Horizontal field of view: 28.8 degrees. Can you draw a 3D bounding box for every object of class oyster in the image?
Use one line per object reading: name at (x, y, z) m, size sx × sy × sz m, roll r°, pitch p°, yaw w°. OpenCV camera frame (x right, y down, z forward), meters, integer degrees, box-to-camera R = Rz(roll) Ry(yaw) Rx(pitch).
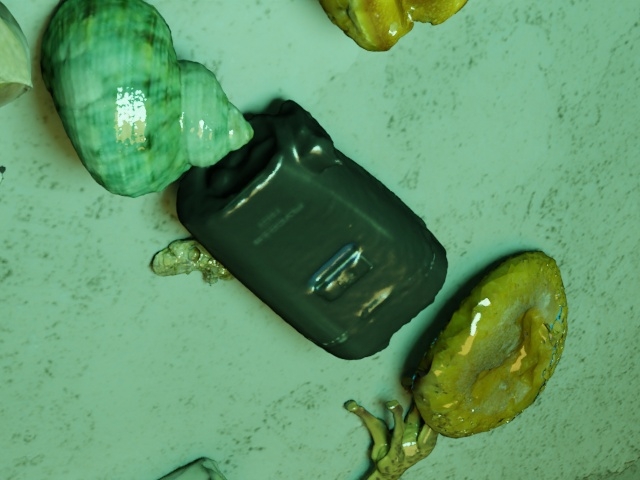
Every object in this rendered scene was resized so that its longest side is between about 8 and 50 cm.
oyster at (-0.132, 0.034, 1.334) m, size 0.083 × 0.038 × 0.081 m, roll -26°, pitch 136°, yaw -12°

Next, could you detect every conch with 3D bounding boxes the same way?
conch at (-0.161, -0.125, 1.135) m, size 0.188 × 0.122 × 0.176 m, roll 16°, pitch 91°, yaw -42°

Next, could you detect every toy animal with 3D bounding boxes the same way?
toy animal at (0.080, 0.292, 1.659) m, size 0.149 × 0.054 × 0.276 m, roll -1°, pitch 126°, yaw -27°

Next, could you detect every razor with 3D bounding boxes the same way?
razor at (-0.002, -0.003, 1.332) m, size 0.189 × 0.107 × 0.327 m, roll -42°, pitch 134°, yaw 6°

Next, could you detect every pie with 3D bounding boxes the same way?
pie at (0.226, 0.137, 1.583) m, size 0.273 × 0.069 × 0.273 m, roll -24°, pitch 134°, yaw -28°

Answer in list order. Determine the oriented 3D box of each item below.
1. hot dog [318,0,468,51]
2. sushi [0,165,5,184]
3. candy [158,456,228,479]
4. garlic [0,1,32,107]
hot dog at (0.031, -0.320, 1.095) m, size 0.158 × 0.117 × 0.349 m, roll -31°, pitch 137°, yaw -1°
sushi at (-0.436, 0.029, 1.095) m, size 0.290 × 0.050 × 0.264 m, roll 11°, pitch 103°, yaw -37°
candy at (-0.160, 0.383, 1.498) m, size 0.195 × 0.185 × 0.137 m, roll -27°, pitch 130°, yaw -9°
garlic at (-0.346, -0.130, 0.951) m, size 0.291 × 0.237 × 0.210 m, roll -11°, pitch 131°, yaw 27°
